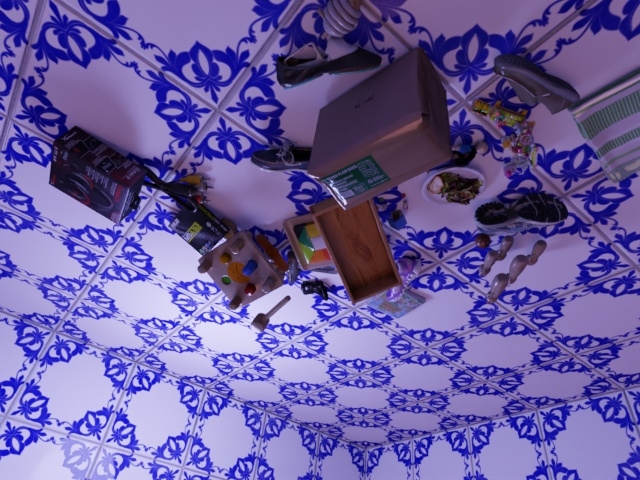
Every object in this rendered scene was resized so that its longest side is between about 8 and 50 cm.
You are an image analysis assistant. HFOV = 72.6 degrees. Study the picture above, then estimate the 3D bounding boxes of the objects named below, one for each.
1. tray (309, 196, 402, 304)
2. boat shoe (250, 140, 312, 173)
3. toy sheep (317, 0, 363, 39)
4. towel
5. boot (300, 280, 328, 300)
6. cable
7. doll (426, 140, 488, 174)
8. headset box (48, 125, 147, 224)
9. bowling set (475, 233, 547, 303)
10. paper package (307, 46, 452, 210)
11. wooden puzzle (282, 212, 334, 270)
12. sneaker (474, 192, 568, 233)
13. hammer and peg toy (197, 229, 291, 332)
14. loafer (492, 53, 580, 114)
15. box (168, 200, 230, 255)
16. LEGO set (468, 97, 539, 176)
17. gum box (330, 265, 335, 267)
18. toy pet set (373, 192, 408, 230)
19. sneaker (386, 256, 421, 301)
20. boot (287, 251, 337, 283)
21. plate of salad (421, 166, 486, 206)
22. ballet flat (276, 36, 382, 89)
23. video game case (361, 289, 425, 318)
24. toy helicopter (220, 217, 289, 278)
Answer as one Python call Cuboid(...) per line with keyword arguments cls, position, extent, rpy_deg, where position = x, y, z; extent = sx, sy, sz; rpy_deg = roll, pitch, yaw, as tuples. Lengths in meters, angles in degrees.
Cuboid(cls="tray", position=(0.132, 0.022, 1.532), extent=(0.203, 0.076, 0.410), rpy_deg=(-23, 121, 2))
Cuboid(cls="boat shoe", position=(-0.089, -0.256, 1.347), extent=(0.255, 0.095, 0.079), rpy_deg=(8, 141, -2))
Cuboid(cls="toy sheep", position=(0.045, -0.528, 1.025), extent=(0.091, 0.091, 0.132), rpy_deg=(31, 135, -24))
Cuboid(cls="towel", position=(0.856, -0.310, 1.176), extent=(0.248, 0.038, 0.325), rpy_deg=(-31, 126, 35))
Cuboid(cls="boot", position=(-0.027, 0.226, 1.927), extent=(0.099, 0.045, 0.121), rpy_deg=(-11, 129, 17))
Cuboid(cls="cable", position=(-0.520, -0.188, 1.529), extent=(0.288, 0.072, 0.139), rpy_deg=(15, 125, 5))
Cuboid(cls="doll", position=(0.404, -0.252, 1.303), extent=(0.189, 0.046, 0.129), rpy_deg=(-14, 156, 20))
Cuboid(cls="headset box", position=(-0.734, -0.204, 1.463), extent=(0.293, 0.110, 0.218), rpy_deg=(33, 134, -11))
Cuboid(cls="bowling set", position=(0.647, 0.066, 1.574), extent=(0.287, 0.200, 0.154), rpy_deg=(-31, 148, -19))
Cuboid(cls="paper package", position=(0.152, -0.280, 1.118), extent=(0.325, 0.309, 0.168), rpy_deg=(-23, 130, 32))
Cuboid(cls="wooden puzzle", position=(0.000, 0.000, 1.607), extent=(0.239, 0.044, 0.220), rpy_deg=(-15, 110, 22))
Cuboid(cls="sneaker", position=(0.657, -0.079, 1.445), extent=(0.283, 0.109, 0.122), rpy_deg=(-3, 156, 16))
Cuboid(cls="hammer and peg toy", position=(-0.260, 0.153, 1.633), extent=(0.266, 0.127, 0.361), rpy_deg=(-31, 103, 29))
Cuboid(cls="loafer", position=(0.532, -0.384, 1.100), extent=(0.251, 0.094, 0.087), rpy_deg=(21, 133, -14))
Cuboid(cls="box", position=(-0.460, -0.049, 1.647), extent=(0.184, 0.045, 0.191), rpy_deg=(43, 131, -13))
Cuboid(cls="LEGO set", position=(0.528, -0.284, 1.205), extent=(0.132, 0.107, 0.287), rpy_deg=(-24, 130, 31))
Cuboid(cls="gum box", position=(0.130, 0.051, 1.671), extent=(0.185, 0.041, 0.156), rpy_deg=(19, 121, -11))
Cuboid(cls="toy pet set", position=(0.246, -0.091, 1.503), extent=(0.122, 0.065, 0.114), rpy_deg=(-10, 136, 21))
Cuboid(cls="sneaker", position=(0.310, 0.148, 1.752), extent=(0.105, 0.095, 0.236), rpy_deg=(20, 131, -5))
Cuboid(cls="boot", position=(-0.032, 0.115, 1.791), extent=(0.209, 0.076, 0.189), rpy_deg=(1, 140, -2))
Cuboid(cls="plate of salad", position=(0.426, -0.160, 1.391), extent=(0.200, 0.048, 0.199), rpy_deg=(1, 147, 1))
Cuboid(cls="ballet flat", position=(0.011, -0.458, 1.107), extent=(0.281, 0.095, 0.096), rpy_deg=(-7, 125, 17))
Cuboid(cls="video game case", position=(0.321, 0.267, 1.932), extent=(0.213, 0.023, 0.193), rpy_deg=(26, 136, -20))
Cuboid(cls="toy helicopter", position=(-0.268, 0.050, 1.707), extent=(0.235, 0.140, 0.355), rpy_deg=(-20, 119, 37))
